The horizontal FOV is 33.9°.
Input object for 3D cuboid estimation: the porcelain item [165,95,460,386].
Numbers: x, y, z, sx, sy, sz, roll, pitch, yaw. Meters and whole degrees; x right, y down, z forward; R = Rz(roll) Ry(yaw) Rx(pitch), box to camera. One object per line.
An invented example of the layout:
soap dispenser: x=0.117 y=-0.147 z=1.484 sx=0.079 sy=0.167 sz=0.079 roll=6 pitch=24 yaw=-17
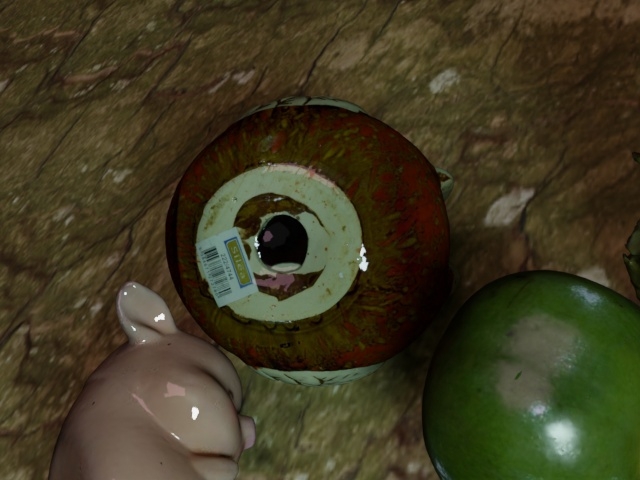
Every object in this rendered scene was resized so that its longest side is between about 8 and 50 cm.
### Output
porcelain item: x=0.000 y=0.000 z=0.907 sx=0.253 sy=0.253 sz=0.253 roll=-18 pitch=43 yaw=17

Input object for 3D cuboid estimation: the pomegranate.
pomegranate: x=0.178 y=0.116 z=0.677 sx=0.225 sy=0.187 sz=0.187 roll=12 pitch=58 yaw=38

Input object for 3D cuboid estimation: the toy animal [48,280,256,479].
toy animal: x=-0.133 y=0.179 z=0.828 sx=0.250 sy=0.154 sz=0.166 roll=-88 pitch=20 yaw=-46

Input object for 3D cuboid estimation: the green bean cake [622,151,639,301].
green bean cake: x=0.306 y=-0.020 z=0.626 sx=0.202 sy=0.310 sz=0.285 roll=-37 pitch=43 yaw=-2
